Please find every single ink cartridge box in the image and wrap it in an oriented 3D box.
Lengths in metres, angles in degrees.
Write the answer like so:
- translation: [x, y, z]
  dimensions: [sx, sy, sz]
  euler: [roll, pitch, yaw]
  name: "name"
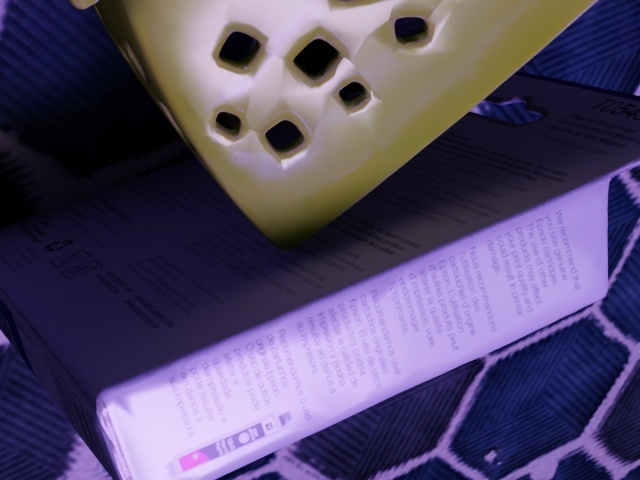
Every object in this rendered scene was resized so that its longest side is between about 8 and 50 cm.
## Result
- translation: [0.000, 0.000, 0.849]
  dimensions: [0.330, 0.324, 0.071]
  euler: [-21, 108, -16]
  name: "ink cartridge box"

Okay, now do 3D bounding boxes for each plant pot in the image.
- translation: [-0.026, -0.173, 0.741]
  dimensions: [0.228, 0.227, 0.207]
  euler: [-41, 133, 6]
  name: "plant pot"
